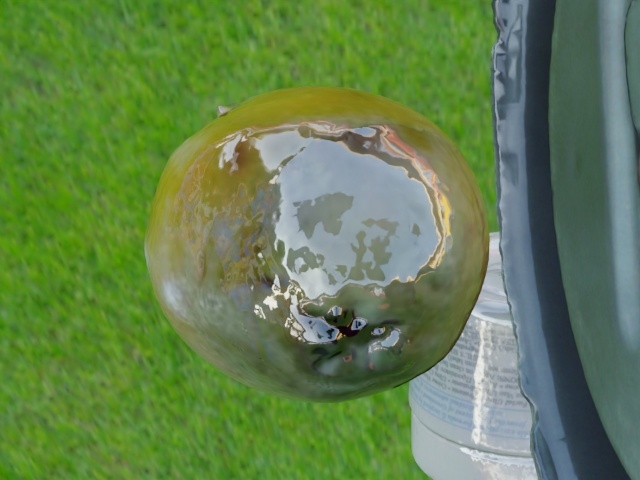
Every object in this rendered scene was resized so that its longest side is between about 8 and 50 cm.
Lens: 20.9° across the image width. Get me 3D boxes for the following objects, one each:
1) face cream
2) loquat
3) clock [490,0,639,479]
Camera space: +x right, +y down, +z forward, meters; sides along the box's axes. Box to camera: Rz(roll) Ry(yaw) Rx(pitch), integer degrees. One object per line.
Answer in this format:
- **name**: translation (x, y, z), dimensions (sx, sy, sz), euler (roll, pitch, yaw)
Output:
- **face cream**: translation (0.154, 0.088, 1.276), dimensions (0.177, 0.153, 0.177), euler (1, 21, 0)
- **loquat**: translation (0.000, 0.000, 0.961), dimensions (0.179, 0.179, 0.227), euler (-45, 30, -18)
- **clock**: translation (0.123, -0.027, 0.464), dimensions (0.067, 0.325, 0.325), euler (-3, 60, -13)
